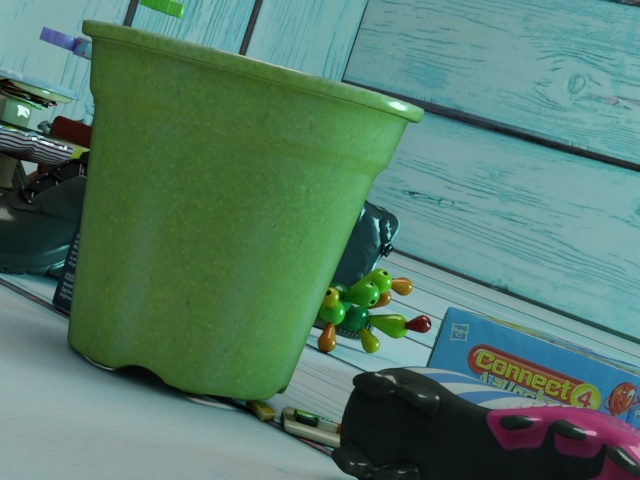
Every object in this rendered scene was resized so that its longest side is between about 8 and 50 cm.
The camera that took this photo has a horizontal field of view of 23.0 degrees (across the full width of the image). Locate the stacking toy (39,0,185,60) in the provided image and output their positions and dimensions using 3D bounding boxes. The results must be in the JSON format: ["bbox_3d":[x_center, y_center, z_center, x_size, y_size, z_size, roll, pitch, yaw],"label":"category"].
[{"bbox_3d":[-0.275,-0.225,1.831,0.221,0.167,0.052,20,3,29],"label":"stacking toy"}]

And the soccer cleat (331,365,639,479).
[{"bbox_3d":[0.150,0.151,0.971,0.143,0.116,0.331,15,4,-39],"label":"soccer cleat"}]

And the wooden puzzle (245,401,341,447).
[{"bbox_3d":[0.002,0.143,1.207,0.116,0.014,0.078,18,3,-10],"label":"wooden puzzle"}]

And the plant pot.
[{"bbox_3d":[-0.084,-0.017,1.243,0.276,0.253,0.276,15,3,-1],"label":"plant pot"}]

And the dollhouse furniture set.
[{"bbox_3d":[-0.440,-0.111,1.857,0.374,0.152,0.201,20,3,41],"label":"dollhouse furniture set"}]

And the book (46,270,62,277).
[{"bbox_3d":[-0.213,0.041,1.647,0.144,0.035,0.096,16,1,10],"label":"book"}]

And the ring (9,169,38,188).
[{"bbox_3d":[-0.303,-0.129,2.158,0.032,0.337,0.336,61,-1,-6],"label":"ring"}]

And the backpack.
[{"bbox_3d":[0.000,0.000,2.281,0.144,0.165,0.188,27,-3,-24],"label":"backpack"}]

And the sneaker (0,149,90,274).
[{"bbox_3d":[-0.241,-0.040,1.575,0.286,0.130,0.109,-3,27,-26],"label":"sneaker"}]

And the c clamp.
[{"bbox_3d":[-0.337,-0.079,1.959,0.137,0.160,0.022,4,32,24],"label":"c clamp"}]

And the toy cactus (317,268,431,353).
[{"bbox_3d":[0.003,0.079,1.791,0.219,0.112,0.181,12,-12,-42],"label":"toy cactus"}]

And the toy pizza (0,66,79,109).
[{"bbox_3d":[-0.364,-0.177,1.720,0.201,0.032,0.201,18,1,0],"label":"toy pizza"}]

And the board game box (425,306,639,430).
[{"bbox_3d":[0.287,0.162,1.460,0.308,0.086,0.302,20,1,25],"label":"board game box"}]

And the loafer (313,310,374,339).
[{"bbox_3d":[-0.004,0.080,1.934,0.148,0.056,0.050,28,2,-3],"label":"loafer"}]

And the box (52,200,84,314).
[{"bbox_3d":[-0.140,0.008,1.436,0.093,0.158,0.156,21,3,40],"label":"box"}]
